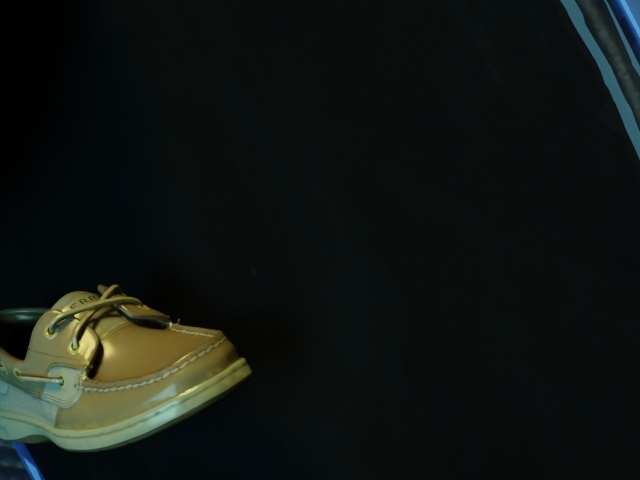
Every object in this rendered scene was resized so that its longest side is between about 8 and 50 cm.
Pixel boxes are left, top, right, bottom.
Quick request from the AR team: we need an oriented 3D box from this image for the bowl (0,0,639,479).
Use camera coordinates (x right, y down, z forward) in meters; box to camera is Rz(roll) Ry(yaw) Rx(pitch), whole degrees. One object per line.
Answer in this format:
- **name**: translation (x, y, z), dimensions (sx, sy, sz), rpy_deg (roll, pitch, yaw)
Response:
- **bowl**: translation (0.000, 0.000, 0.577), dimensions (0.391, 0.077, 0.391), rpy_deg (22, 122, 41)

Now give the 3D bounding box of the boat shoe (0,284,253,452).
- **boat shoe**: translation (-0.074, 0.039, 0.578), dimensions (0.135, 0.050, 0.045), rpy_deg (-10, 105, 50)

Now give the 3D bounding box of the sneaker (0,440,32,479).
- **sneaker**: translation (-0.189, 0.131, 0.830), dimensions (0.161, 0.102, 0.282), rpy_deg (41, 133, 33)
